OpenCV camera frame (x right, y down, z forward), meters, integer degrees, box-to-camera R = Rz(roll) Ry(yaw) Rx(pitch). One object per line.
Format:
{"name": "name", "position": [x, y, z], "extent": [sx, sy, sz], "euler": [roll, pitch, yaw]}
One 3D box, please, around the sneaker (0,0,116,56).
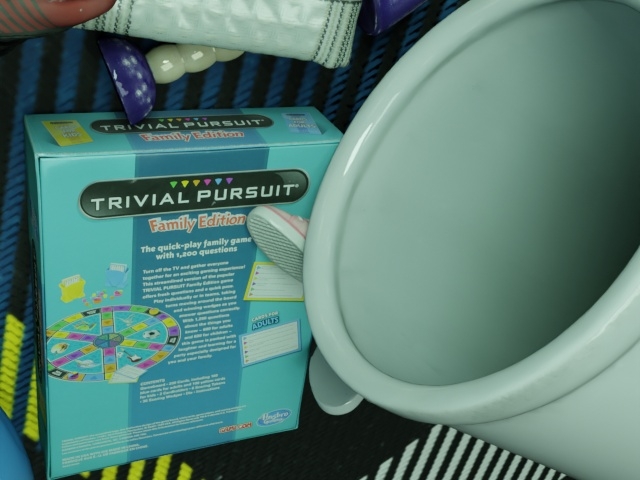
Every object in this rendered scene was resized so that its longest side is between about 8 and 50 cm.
{"name": "sneaker", "position": [-0.225, -0.130, 0.470], "extent": [0.276, 0.097, 0.135], "euler": [6, 121, 22]}

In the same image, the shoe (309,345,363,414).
{"name": "shoe", "position": [0.033, 0.114, 0.812], "extent": [0.064, 0.178, 0.081], "euler": [-5, 133, 13]}

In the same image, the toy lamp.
{"name": "toy lamp", "position": [-0.035, -0.175, 0.639], "extent": [0.275, 0.080, 0.080], "euler": [-22, 128, -12]}

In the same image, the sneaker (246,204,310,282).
{"name": "sneaker", "position": [0.000, 0.000, 0.695], "extent": [0.134, 0.051, 0.070], "euler": [40, 60, -19]}

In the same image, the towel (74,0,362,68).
{"name": "towel", "position": [-0.102, -0.279, 0.495], "extent": [0.324, 0.056, 0.312], "euler": [9, 118, -11]}

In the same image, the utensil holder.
{"name": "utensil holder", "position": [0.234, 0.035, 0.630], "extent": [0.386, 0.327, 0.327], "euler": [30, 105, -32]}

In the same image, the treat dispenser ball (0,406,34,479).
{"name": "treat dispenser ball", "position": [-0.364, 0.217, 0.600], "extent": [0.288, 0.288, 0.288], "euler": [-13, 126, -19]}

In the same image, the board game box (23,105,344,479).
{"name": "board game box", "position": [-0.129, 0.049, 0.738], "extent": [0.254, 0.079, 0.336], "euler": [-6, 123, -25]}
